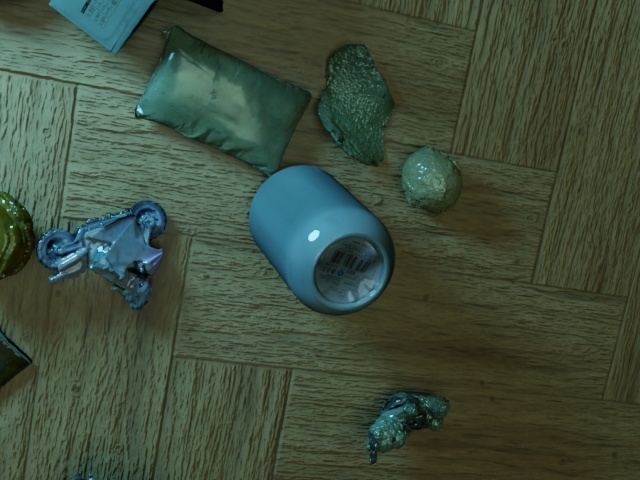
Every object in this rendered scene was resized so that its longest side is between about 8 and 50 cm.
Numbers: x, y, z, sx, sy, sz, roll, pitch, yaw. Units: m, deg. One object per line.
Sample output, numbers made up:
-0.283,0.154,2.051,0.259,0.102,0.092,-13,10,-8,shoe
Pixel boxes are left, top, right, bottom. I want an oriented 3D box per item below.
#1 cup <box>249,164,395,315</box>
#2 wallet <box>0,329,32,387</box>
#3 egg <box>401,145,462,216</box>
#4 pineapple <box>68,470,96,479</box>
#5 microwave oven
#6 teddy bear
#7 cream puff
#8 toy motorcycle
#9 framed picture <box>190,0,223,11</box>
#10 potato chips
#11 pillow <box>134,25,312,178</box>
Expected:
0.000,0.000,1.422,0.205,0.312,0.205,-6,112,-16,cup
-0.688,0.265,1.470,0.255,0.031,0.137,-40,106,-3,wallet
0.224,-0.119,1.569,0.116,0.118,0.140,-38,101,-48,egg
-0.404,0.634,1.468,0.300,0.352,0.352,38,91,-27,pineapple
-0.336,-0.447,1.312,0.162,0.208,0.122,38,46,-17,microwave oven
0.165,0.375,1.647,0.213,0.111,0.133,-20,144,-26,teddy bear
-0.580,-0.006,1.393,0.150,0.115,0.165,37,99,12,cream puff
-0.387,0.049,1.456,0.239,0.108,0.204,-16,104,-9,toy motorcycle
-0.204,-0.519,1.275,0.014,0.338,0.255,1,102,6,framed picture
0.076,-0.265,1.531,0.167,0.059,0.228,6,95,-20,potato chips
-0.184,-0.256,1.462,0.302,0.075,0.185,24,100,-18,pillow
